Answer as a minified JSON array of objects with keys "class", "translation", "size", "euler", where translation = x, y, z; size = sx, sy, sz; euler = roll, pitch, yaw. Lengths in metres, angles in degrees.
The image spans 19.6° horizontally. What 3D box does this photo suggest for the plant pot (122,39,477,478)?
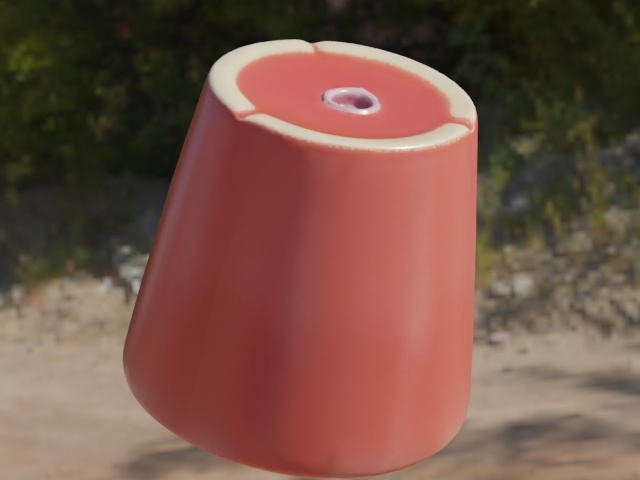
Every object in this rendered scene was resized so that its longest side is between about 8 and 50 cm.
[{"class":"plant pot","translation":[0.000,0.000,1.360],"size":[0.275,0.243,0.275],"euler":[8,27,-4]}]
